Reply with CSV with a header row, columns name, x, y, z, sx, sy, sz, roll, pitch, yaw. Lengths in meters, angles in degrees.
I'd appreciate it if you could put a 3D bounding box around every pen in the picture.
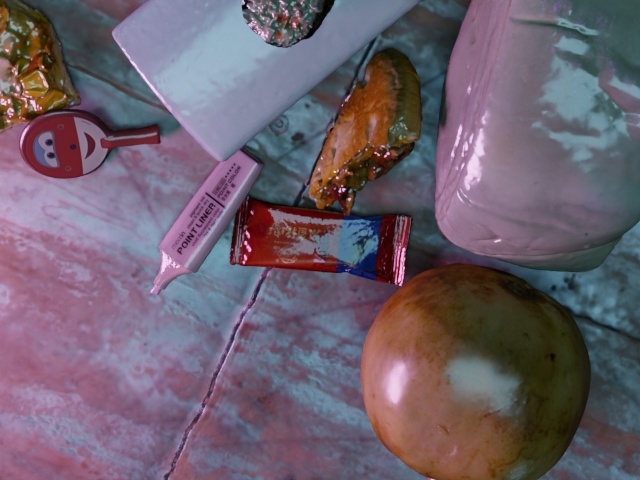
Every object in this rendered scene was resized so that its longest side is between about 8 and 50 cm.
name,x,y,z,sx,sy,sz,roll,pitch,yaw
pen,-0.135,-0.017,1.759,0.053,0.032,0.197,36,102,8

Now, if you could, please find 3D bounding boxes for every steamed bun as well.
name,x,y,z,sx,sy,sz,roll,pitch,yaw
steamed bun,0.252,-0.142,1.617,0.247,0.236,0.384,16,105,-2

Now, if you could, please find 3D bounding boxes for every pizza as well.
name,x,y,z,sx,sy,sz,roll,pitch,yaw
pizza,0.054,-0.100,1.706,0.069,0.154,0.194,19,128,-23
pizza,-0.337,-0.178,1.706,0.161,0.062,0.182,20,103,-10

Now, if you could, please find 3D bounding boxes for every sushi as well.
name,x,y,z,sx,sy,sz,roll,pitch,yaw
sushi,-0.025,-0.268,1.562,0.090,0.078,0.150,21,103,2

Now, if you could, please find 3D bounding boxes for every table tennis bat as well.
name,x,y,z,sx,sy,sz,roll,pitch,yaw
table tennis bat,-0.254,-0.109,1.732,0.154,0.019,0.098,-6,134,-7

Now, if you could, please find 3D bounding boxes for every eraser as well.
name,x,y,z,sx,sy,sz,roll,pitch,yaw
eraser,-0.053,-0.242,1.661,0.290,0.104,0.189,-38,105,11

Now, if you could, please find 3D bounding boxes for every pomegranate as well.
name,x,y,z,sx,sy,sz,roll,pitch,yaw
pomegranate,0.163,0.167,1.711,0.252,0.229,0.270,17,111,-3

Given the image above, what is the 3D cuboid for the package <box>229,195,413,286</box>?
name,x,y,z,sx,sy,sz,roll,pitch,yaw
package,0.000,0.000,1.771,0.200,0.022,0.083,7,106,1
